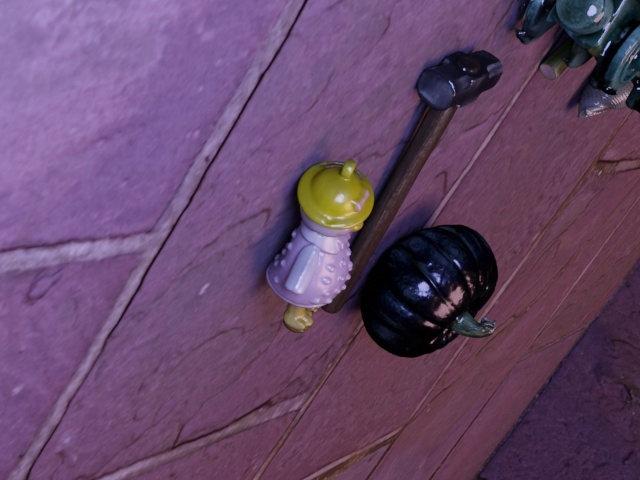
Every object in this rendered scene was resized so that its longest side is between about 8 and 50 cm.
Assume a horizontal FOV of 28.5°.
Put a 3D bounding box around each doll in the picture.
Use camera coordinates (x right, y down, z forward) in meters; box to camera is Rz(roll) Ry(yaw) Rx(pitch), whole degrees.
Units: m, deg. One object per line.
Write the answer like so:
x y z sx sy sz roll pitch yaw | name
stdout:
0.000 0.000 1.237 0.129 0.081 0.207 -58 171 -49 | doll

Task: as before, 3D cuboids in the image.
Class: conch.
0.405 -0.209 1.818 0.085 0.056 0.076 -13 169 -14 | conch

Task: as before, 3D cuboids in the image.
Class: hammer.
0.083 -0.054 1.401 0.111 0.043 0.365 -29 155 -50 | hammer

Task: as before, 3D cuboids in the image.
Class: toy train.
0.364 -0.282 1.434 0.237 0.150 0.369 -60 158 12 | toy train

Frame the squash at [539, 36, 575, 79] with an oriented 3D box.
0.311 -0.236 1.587 0.083 0.027 0.027 -44 161 -22 | squash

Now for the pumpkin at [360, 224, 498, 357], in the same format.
0.136 0.064 1.592 0.194 0.150 0.194 -11 147 -7 | pumpkin
